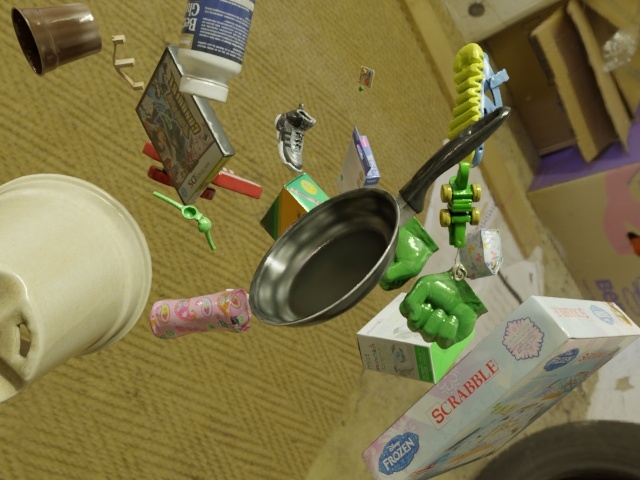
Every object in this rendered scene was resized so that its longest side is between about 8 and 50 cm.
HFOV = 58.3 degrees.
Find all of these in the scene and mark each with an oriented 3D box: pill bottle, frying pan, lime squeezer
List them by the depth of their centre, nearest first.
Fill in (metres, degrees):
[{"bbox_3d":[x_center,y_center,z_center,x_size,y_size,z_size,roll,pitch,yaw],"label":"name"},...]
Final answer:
[{"bbox_3d":[0.050,-0.026,0.639,0.326,0.197,0.053,-46,119,-11],"label":"frying pan"},{"bbox_3d":[-0.154,-0.291,0.829,0.094,0.094,0.170,6,101,-42],"label":"pill bottle"},{"bbox_3d":[-0.458,-0.080,2.058,0.310,0.109,0.059,47,68,-28],"label":"lime squeezer"}]

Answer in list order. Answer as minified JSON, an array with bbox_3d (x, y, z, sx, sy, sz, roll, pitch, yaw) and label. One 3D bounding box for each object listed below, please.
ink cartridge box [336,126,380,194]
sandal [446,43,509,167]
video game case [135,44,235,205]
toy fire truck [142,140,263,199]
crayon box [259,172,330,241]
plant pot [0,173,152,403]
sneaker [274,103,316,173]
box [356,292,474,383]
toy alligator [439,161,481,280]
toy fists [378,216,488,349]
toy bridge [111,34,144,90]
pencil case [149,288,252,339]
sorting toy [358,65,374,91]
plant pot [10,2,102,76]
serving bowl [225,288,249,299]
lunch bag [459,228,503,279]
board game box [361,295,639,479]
[{"bbox_3d":[0.131,-0.222,1.978,0.065,0.311,0.186,-7,58,-14],"label":"ink cartridge box"},{"bbox_3d":[0.414,-0.340,1.477,0.138,0.126,0.318,10,87,-23],"label":"sandal"},{"bbox_3d":[-0.316,-0.250,1.300,0.035,0.248,0.275,-24,82,-39],"label":"video game case"},{"bbox_3d":[-0.339,-0.206,1.642,0.302,0.253,0.170,18,96,-46],"label":"toy fire truck"},{"bbox_3d":[0.000,0.000,1.349,0.278,0.165,0.081,47,50,5],"label":"crayon box"},{"bbox_3d":[-0.463,0.084,0.865,0.334,0.333,0.305,61,7,-12],"label":"plant pot"},{"bbox_3d":[-0.089,-0.401,2.218,0.101,0.153,0.269,10,59,-46],"label":"sneaker"},{"bbox_3d":[0.273,0.268,1.620,0.262,0.231,0.127,-32,118,-45],"label":"box"},{"bbox_3d":[0.212,-0.033,0.887,0.051,0.056,0.190,-91,178,-67],"label":"toy alligator"},{"bbox_3d":[0.184,0.075,1.092,0.279,0.142,0.096,53,8,12],"label":"toy fists"},{"bbox_3d":[-0.603,-0.544,1.762,0.188,0.063,0.026,80,5,-51],"label":"toy bridge"},{"bbox_3d":[-0.327,0.207,1.579,0.124,0.283,0.124,-9,90,-69],"label":"pencil case"},{"bbox_3d":[0.149,-0.533,1.918,0.012,0.062,0.083,-11,125,-37],"label":"sorting toy"},{"bbox_3d":[-0.652,-0.515,1.434,0.165,0.167,0.167,-29,99,-30],"label":"plant pot"},{"bbox_3d":[-0.274,0.185,1.884,0.083,0.083,0.027,14,94,-40],"label":"serving bowl"},{"bbox_3d":[0.291,0.027,1.042,0.053,0.071,0.084,5,75,-24],"label":"lunch bag"},{"bbox_3d":[0.258,0.207,0.789,0.318,0.318,0.066,10,37,-48],"label":"board game box"}]
